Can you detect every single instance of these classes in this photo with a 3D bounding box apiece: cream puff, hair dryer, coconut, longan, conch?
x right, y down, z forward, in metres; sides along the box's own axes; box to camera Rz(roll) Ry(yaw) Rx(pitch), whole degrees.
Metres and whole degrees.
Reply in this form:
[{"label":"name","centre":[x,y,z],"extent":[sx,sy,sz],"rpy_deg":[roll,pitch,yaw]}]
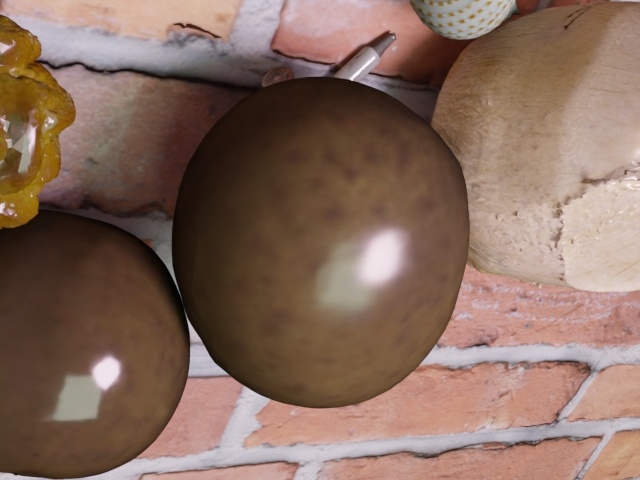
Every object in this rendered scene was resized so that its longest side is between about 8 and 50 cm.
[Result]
[{"label":"cream puff","centre":[-0.347,-0.108,0.785],"extent":[0.244,0.196,0.244],"rpy_deg":[-5,106,-18]},{"label":"hair dryer","centre":[0.033,-0.179,1.067],"extent":[0.183,0.044,0.155],"rpy_deg":[-33,138,-6]},{"label":"coconut","centre":[0.299,-0.106,1.071],"extent":[0.346,0.360,0.347],"rpy_deg":[-5,98,-40]},{"label":"longan","centre":[0.000,0.000,0.960],"extent":[0.360,0.361,0.361],"rpy_deg":[-16,133,-18]},{"label":"longan","centre":[-0.289,0.117,0.944],"extent":[0.318,0.319,0.319],"rpy_deg":[-16,133,-18]},{"label":"conch","centre":[0.166,-0.307,0.973],"extent":[0.200,0.131,0.172],"rpy_deg":[-12,123,-78]}]
